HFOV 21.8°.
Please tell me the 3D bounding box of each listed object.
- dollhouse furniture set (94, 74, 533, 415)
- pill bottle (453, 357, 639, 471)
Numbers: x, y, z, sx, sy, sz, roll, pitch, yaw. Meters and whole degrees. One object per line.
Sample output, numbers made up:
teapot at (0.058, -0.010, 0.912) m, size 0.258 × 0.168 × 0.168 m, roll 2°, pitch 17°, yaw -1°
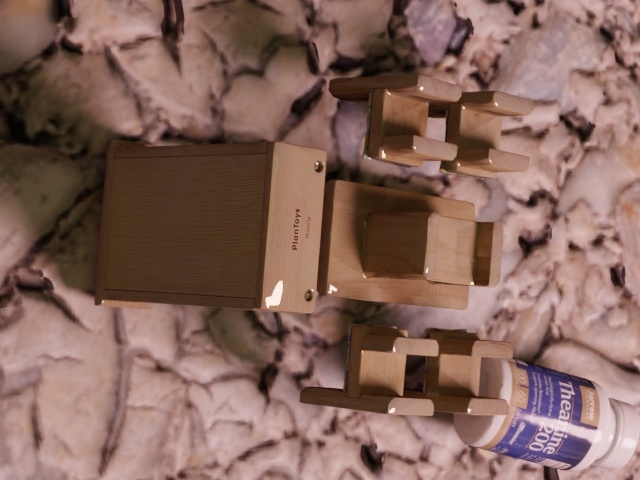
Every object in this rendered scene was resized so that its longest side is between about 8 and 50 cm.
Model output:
dollhouse furniture set at (0.000, 0.000, 1.079) m, size 0.242 × 0.161 × 0.212 m, roll 7°, pitch 86°, yaw -44°
pill bottle at (0.159, 0.123, 1.154) m, size 0.120 × 0.067 × 0.067 m, roll 17°, pitch 83°, yaw -21°
